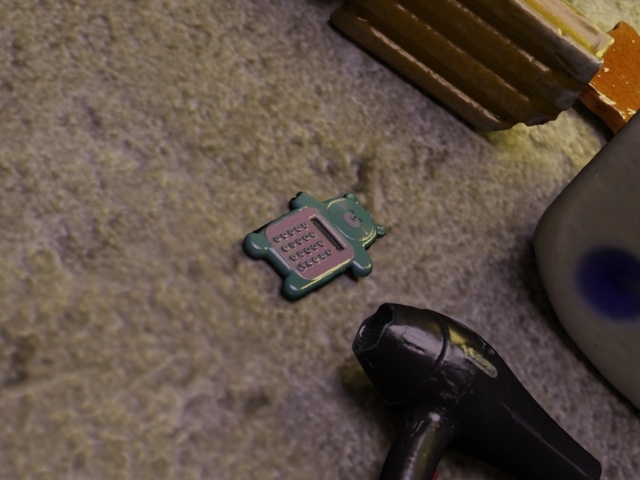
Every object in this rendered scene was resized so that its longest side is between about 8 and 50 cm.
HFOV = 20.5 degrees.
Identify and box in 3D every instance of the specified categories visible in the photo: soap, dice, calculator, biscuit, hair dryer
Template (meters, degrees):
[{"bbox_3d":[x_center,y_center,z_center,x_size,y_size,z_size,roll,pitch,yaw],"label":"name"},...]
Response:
[{"bbox_3d":[0.141,-0.199,1.660,0.232,0.140,0.073,35,41,-4],"label":"soap"},{"bbox_3d":[0.388,-0.011,1.545,0.304,0.304,0.277,43,40,5],"label":"dice"},{"bbox_3d":[0.000,0.000,1.473,0.094,0.019,0.141,47,42,13],"label":"calculator"},{"bbox_3d":[0.342,-0.142,1.831,0.280,0.043,0.183,30,45,-16],"label":"biscuit"},{"bbox_3d":[0.095,0.199,1.344,0.235,0.091,0.271,38,52,-16],"label":"hair dryer"}]
